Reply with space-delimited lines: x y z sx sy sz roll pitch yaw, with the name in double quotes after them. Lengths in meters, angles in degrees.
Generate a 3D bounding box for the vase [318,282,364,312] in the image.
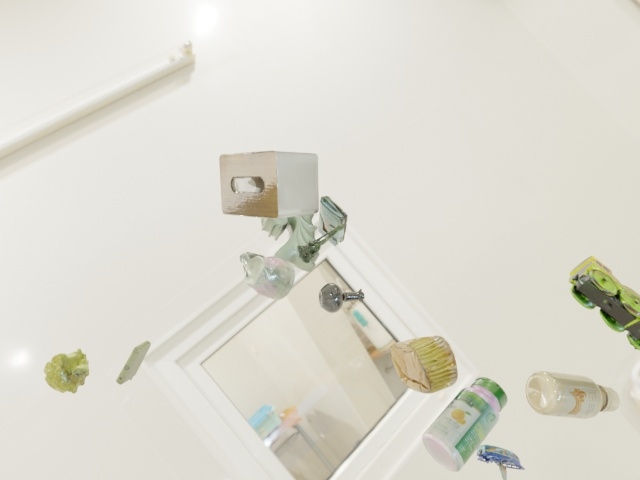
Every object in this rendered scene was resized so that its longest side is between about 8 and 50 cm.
0.088 0.228 1.777 0.182 0.120 0.120 -2 -15 -12 "vase"

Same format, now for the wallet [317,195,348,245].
0.058 -0.096 2.278 0.075 0.176 0.250 -34 -26 -23 "wallet"

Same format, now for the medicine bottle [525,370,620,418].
0.688 0.420 1.195 0.114 0.252 0.114 -169 90 -72 "medicine bottle"

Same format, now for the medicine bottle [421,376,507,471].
0.430 0.527 1.298 0.274 0.133 0.133 -34 -7 -28 "medicine bottle"

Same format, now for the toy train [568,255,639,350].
0.827 0.178 1.223 0.160 0.296 0.100 -38 -13 -52 "toy train"

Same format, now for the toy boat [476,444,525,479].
0.610 0.759 1.484 0.091 0.174 0.110 123 163 -53 "toy boat"

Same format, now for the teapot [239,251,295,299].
-0.213 0.113 1.744 0.163 0.222 0.178 -36 -39 27 "teapot"

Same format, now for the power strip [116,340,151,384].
-0.618 0.406 1.458 0.169 0.028 0.076 -58 -7 15 "power strip"

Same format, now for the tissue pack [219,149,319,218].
-0.134 -0.144 1.133 0.135 0.160 0.246 -9 11 -43 "tissue pack"

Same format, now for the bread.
0.386 0.448 1.628 0.156 0.204 0.288 -15 -15 -16 "bread"

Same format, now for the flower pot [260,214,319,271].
-0.136 -0.007 2.122 0.254 0.368 0.165 -3 -28 -23 "flower pot"

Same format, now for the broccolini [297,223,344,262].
0.001 -0.005 1.547 0.201 0.074 0.058 -43 -20 -8 "broccolini"

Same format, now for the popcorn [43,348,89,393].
-1.008 0.518 1.777 0.173 0.173 0.142 -37 -6 -45 "popcorn"
